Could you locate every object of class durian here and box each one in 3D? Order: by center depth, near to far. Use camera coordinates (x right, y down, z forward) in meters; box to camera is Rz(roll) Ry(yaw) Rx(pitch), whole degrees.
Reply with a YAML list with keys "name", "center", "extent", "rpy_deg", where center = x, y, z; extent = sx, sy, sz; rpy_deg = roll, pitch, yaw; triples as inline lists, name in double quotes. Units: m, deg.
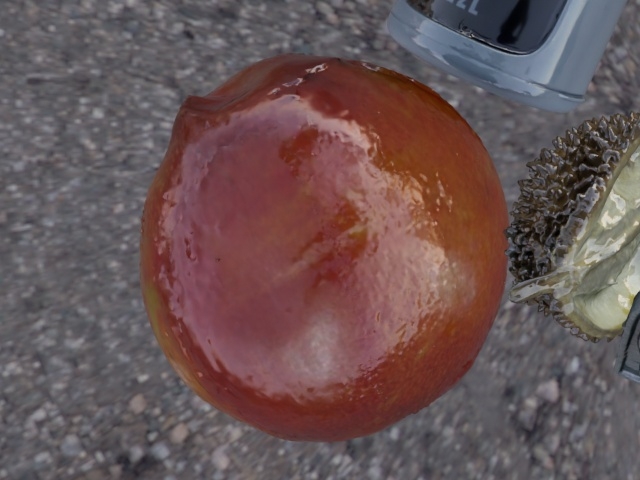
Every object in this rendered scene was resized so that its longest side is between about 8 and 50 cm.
- name: "durian"
  center: [0.167, -0.011, 0.936]
  extent: [0.091, 0.188, 0.148]
  rpy_deg: [17, 130, 34]

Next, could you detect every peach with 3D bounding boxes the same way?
- name: "peach"
  center: [-0.001, 0.001, 1.335]
  extent: [0.373, 0.290, 0.372]
  rpy_deg: [5, 111, 12]

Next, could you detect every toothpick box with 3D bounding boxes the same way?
- name: "toothpick box"
  center: [0.250, -0.342, 1.560]
  extent: [0.263, 0.263, 0.354]
  rpy_deg: [26, 106, 11]

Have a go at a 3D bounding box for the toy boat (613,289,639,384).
- name: "toy boat"
  center: [0.205, 0.058, 0.638]
  extent: [0.141, 0.319, 0.092]
  rpy_deg: [23, 81, 14]
